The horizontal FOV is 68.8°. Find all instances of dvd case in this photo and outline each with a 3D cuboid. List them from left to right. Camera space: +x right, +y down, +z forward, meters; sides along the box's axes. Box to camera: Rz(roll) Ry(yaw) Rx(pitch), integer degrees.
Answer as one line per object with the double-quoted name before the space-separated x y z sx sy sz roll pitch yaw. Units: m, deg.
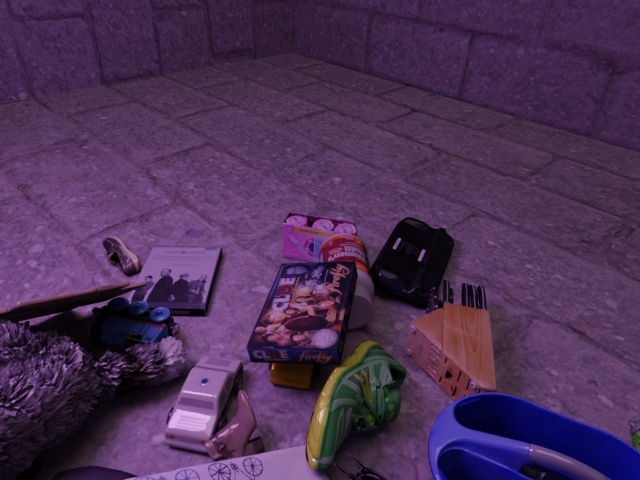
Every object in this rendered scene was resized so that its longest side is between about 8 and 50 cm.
"dvd case" -0.344 0.090 1.126 0.179 0.030 0.239 2 33 -2

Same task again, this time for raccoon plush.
"raccoon plush" -0.391 0.249 0.671 0.446 0.216 0.299 -15 27 -25

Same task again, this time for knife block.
"knife block" 0.310 0.197 0.961 0.241 0.088 0.275 -18 38 -27

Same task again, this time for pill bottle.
"pill bottle" 0.059 0.089 1.074 0.121 0.121 0.221 1 34 -3

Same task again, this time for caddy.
"caddy" 0.313 0.355 0.647 0.341 0.179 0.241 17 36 21

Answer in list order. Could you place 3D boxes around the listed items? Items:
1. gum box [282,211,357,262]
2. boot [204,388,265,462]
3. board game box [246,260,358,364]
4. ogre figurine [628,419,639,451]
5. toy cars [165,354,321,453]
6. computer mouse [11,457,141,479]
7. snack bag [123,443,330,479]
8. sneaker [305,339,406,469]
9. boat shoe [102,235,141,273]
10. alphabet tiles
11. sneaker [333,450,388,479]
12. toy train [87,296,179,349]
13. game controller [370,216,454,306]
"gum box" 0.000 0.000 1.215 0.188 0.107 0.062 10 34 10
"boot" -0.144 0.313 0.755 0.086 0.042 0.119 -16 73 -21
"board game box" -0.025 0.130 0.895 0.164 0.042 0.243 -3 34 14
"ogre figurine" 0.583 0.352 0.747 0.196 0.097 0.118 -5 45 9
"toy cars" -0.122 0.230 0.880 0.393 0.087 0.176 -24 42 -33
"computer mouse" -0.364 0.392 0.646 0.261 0.060 0.184 8 33 8
"snack bag" -0.035 0.396 0.547 0.323 0.037 0.342 16 18 -44
"sneaker" 0.072 0.271 0.795 0.123 0.110 0.295 24 30 20
"boat shoe" -0.509 0.035 1.171 0.152 0.056 0.049 28 36 32
"alphabet tiles" -0.500 0.122 0.859 0.285 0.011 0.342 -11 -6 -46
"sneaker" 0.095 0.379 0.666 0.051 0.089 0.170 -43 47 -14
"toy train" -0.381 0.178 0.945 0.184 0.080 0.105 11 35 12
"game controller" 0.241 0.043 1.200 0.166 0.067 0.319 19 36 16
